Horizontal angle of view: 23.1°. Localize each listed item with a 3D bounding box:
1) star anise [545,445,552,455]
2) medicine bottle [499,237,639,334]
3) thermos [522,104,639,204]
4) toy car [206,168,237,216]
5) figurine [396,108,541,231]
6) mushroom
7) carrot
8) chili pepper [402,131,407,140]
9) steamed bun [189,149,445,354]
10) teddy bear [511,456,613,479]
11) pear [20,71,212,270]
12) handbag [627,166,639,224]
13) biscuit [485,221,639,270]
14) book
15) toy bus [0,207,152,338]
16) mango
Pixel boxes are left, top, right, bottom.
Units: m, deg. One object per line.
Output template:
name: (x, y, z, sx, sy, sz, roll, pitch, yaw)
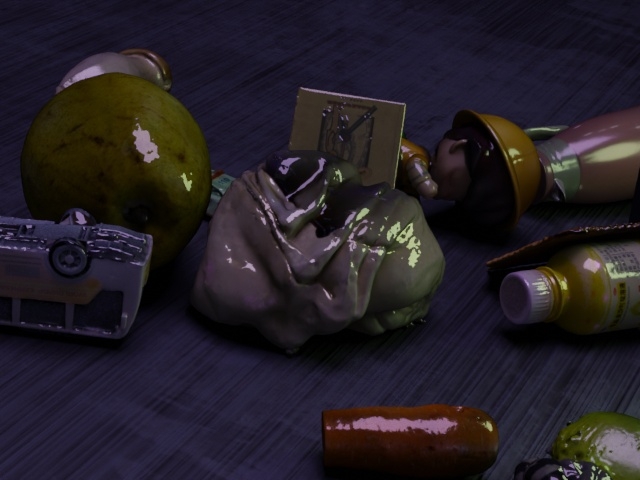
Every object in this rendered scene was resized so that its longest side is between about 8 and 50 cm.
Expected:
star anise: (0.322, 0.264, 1.696, 0.195, 0.065, 0.182, -13, 32, -32)
medicine bottle: (0.339, 0.065, 2.052, 0.212, 0.122, 0.122, -6, 30, -30)
thermos: (0.414, -0.129, 2.470, 0.265, 0.146, 0.176, -12, 39, -28)
toy car: (-0.153, -0.069, 2.227, 0.186, 0.058, 0.093, 22, 29, 23)
figurine: (0.194, -0.107, 2.292, 0.257, 0.167, 0.192, 7, -9, -5)
mushroom: (-0.326, -0.225, 2.422, 0.128, 0.128, 0.350, 14, 21, 9)
carrot: (0.095, 0.217, 1.692, 0.193, 0.087, 0.087, 2, 26, -13)
chili pepper: (0.082, -0.157, 2.477, 0.099, 0.083, 0.253, 6, 21, -11)
steamed bun: (0.000, 0.000, 1.972, 0.320, 0.206, 0.275, -8, 28, -40)
teddy bear: (0.210, 0.293, 1.462, 0.144, 0.171, 0.251, 20, 24, 8)
pear: (-0.256, -0.081, 1.999, 0.253, 0.253, 0.307, 1, 26, -18)
handbag: (0.563, -0.041, 2.131, 0.122, 0.329, 0.303, -4, 24, -31)
biscuit: (0.353, 0.006, 2.141, 0.232, 0.013, 0.237, -7, -11, -31)
book: (0.027, -0.098, 2.206, 0.161, 0.231, 0.026, 9, -18, 0)
toy bus: (-0.373, 0.033, 1.837, 0.342, 0.138, 0.097, 7, 24, -3)
mango: (0.316, 0.244, 1.591, 0.178, 0.100, 0.119, 31, 48, 25)
